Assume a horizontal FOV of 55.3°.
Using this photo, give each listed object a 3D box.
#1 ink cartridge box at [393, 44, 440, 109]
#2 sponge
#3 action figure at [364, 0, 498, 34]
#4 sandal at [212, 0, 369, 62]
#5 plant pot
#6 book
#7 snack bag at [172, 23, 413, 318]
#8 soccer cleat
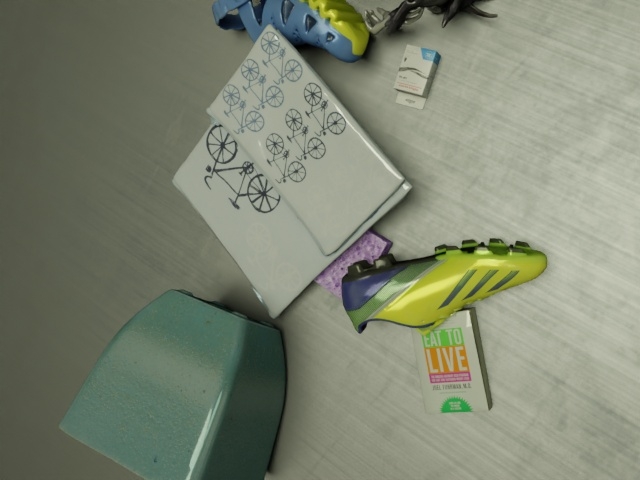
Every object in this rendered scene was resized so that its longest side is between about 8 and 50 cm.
[{"bbox_3d":[0.140,-0.242,0.906,0.048,0.028,0.083,21,99,23],"label":"ink cartridge box"},{"bbox_3d":[0.000,0.000,0.971,0.210,0.031,0.117,34,105,21],"label":"sponge"},{"bbox_3d":[0.118,-0.386,0.856,0.275,0.141,0.164,30,73,-16],"label":"action figure"},{"bbox_3d":[-0.058,-0.352,0.956,0.317,0.126,0.138,40,114,26],"label":"sandal"},{"bbox_3d":[-0.191,0.222,0.958,0.247,0.247,0.252,19,81,24],"label":"plant pot"},{"bbox_3d":[0.188,0.176,0.890,0.096,0.035,0.144,-12,87,28],"label":"book"},{"bbox_3d":[-0.075,-0.093,0.944,0.323,0.037,0.342,52,121,11],"label":"snack bag"},{"bbox_3d":[0.171,0.069,0.859,0.289,0.093,0.121,-10,93,19],"label":"soccer cleat"}]
